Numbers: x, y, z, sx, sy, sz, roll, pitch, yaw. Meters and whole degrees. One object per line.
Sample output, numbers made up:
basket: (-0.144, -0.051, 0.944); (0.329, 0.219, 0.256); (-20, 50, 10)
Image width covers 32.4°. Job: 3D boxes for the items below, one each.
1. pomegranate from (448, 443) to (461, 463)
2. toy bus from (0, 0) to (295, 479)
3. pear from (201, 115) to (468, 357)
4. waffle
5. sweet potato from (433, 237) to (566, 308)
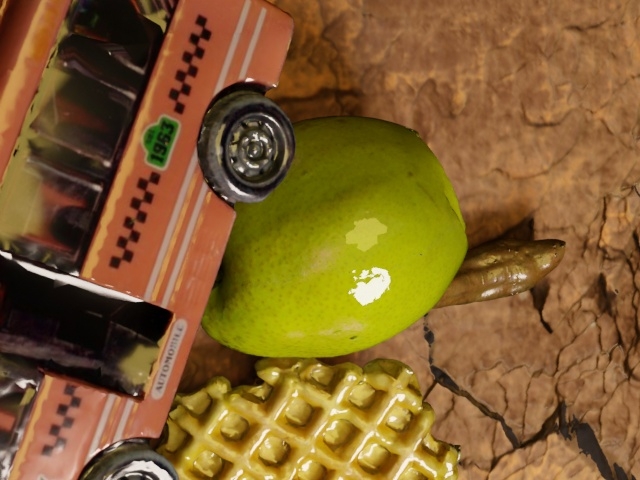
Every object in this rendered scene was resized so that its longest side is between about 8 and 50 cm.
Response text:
pomegranate: (0.087, 0.207, 0.946); (0.073, 0.084, 0.073); (6, 77, -25)
toy bus: (-0.190, 0.012, 0.723); (0.233, 0.203, 0.427); (25, 80, -36)
pear: (0.000, 0.000, 0.855); (0.219, 0.187, 0.187); (-21, 100, -5)
waffle: (-0.011, 0.210, 0.886); (0.254, 0.052, 0.245); (-9, 99, -6)
sweet potato: (0.134, 0.031, 0.982); (0.182, 0.054, 0.053); (-14, 130, -27)
